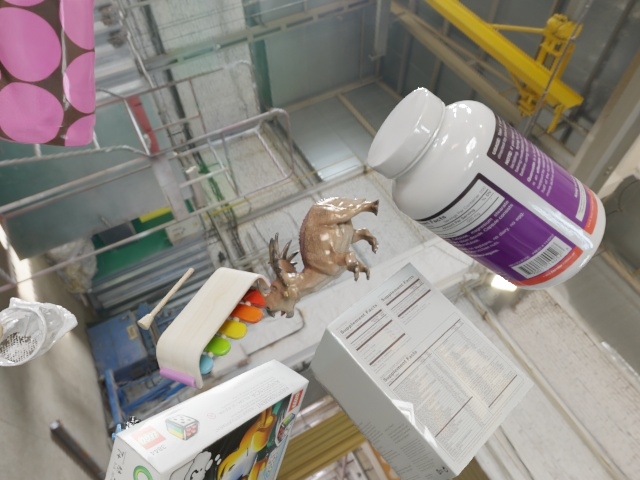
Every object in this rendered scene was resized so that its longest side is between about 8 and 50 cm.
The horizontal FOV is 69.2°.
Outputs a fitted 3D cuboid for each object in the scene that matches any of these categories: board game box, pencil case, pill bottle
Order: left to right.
[{"bbox_3d":[-0.232,-0.182,0.369,0.098,0.095,0.209,39,-56,35],"label":"pencil case"},{"bbox_3d":[-0.120,0.275,0.417,0.053,0.193,0.305,23,-77,26],"label":"board game box"},{"bbox_3d":[0.232,-0.073,0.669,0.322,0.182,0.181,31,-6,-17],"label":"pill bottle"}]

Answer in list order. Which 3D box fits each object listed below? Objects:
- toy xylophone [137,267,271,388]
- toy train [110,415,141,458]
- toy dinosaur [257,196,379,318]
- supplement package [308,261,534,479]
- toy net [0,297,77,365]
[{"bbox_3d":[-0.260,0.168,1.064,0.236,0.323,0.081,15,-43,33],"label":"toy xylophone"},{"bbox_3d":[-0.354,0.426,0.878,0.184,0.080,0.105,-129,-134,-53],"label":"toy train"},{"bbox_3d":[0.000,0.000,0.879,0.200,0.296,0.127,10,-31,16],"label":"toy dinosaur"},{"bbox_3d":[0.147,0.221,0.764,0.263,0.198,0.199,46,-30,19],"label":"supplement package"},{"bbox_3d":[-0.340,0.103,0.423,0.122,0.232,0.045,52,-50,25],"label":"toy net"}]
